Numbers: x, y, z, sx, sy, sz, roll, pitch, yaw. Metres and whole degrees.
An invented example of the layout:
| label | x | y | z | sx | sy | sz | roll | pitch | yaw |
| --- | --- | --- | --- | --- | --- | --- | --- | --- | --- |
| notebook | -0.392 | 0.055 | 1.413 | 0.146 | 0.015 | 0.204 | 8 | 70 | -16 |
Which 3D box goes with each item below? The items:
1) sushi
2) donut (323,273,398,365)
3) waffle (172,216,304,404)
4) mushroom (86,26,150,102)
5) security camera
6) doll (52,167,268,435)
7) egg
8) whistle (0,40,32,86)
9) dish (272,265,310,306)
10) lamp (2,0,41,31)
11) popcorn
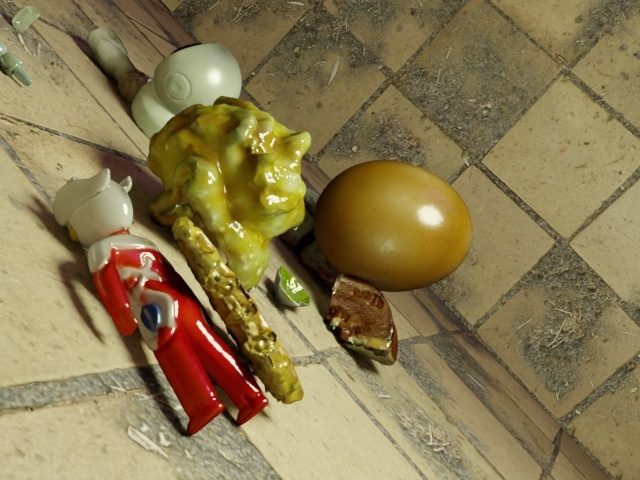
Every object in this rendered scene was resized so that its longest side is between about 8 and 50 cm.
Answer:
| label | x | y | z | sx | sy | sz | roll | pitch | yaw |
| --- | --- | --- | --- | --- | --- | --- | --- | --- | --- |
| sushi | 0.000 | 0.000 | 2.022 | 0.332 | 0.130 | 0.124 | 50 | 11 | 23 |
| donut | 0.099 | 0.170 | 1.735 | 0.187 | 0.144 | 0.126 | 20 | -22 | 29 |
| waffle | -0.110 | 0.097 | 1.121 | 0.291 | 0.051 | 0.291 | 53 | -12 | 16 |
| mushroom | -0.462 | -0.399 | 1.941 | 0.223 | 0.081 | 0.092 | 54 | -22 | 26 |
| security camera | -0.273 | -0.322 | 1.827 | 0.195 | 0.236 | 0.194 | 32 | 32 | -23 |
| doll | -0.210 | 0.062 | 1.032 | 0.384 | 0.099 | 0.188 | 55 | 12 | 20 |
| egg | 0.152 | -0.030 | 1.816 | 0.351 | 0.282 | 0.282 | 13 | -3 | 22 |
| whistle | -0.517 | -0.296 | 1.399 | 0.100 | 0.035 | 0.035 | 45 | 9 | -7 |
| dish | -0.065 | 0.102 | 1.603 | 0.091 | 0.039 | 0.137 | 49 | 10 | -4 |
| lamp | -0.635 | -0.495 | 1.707 | 0.198 | 0.056 | 0.050 | 46 | 12 | 26 |
| popcorn | -0.140 | -0.103 | 1.453 | 0.326 | 0.290 | 0.321 | 14 | 29 | -35 |
